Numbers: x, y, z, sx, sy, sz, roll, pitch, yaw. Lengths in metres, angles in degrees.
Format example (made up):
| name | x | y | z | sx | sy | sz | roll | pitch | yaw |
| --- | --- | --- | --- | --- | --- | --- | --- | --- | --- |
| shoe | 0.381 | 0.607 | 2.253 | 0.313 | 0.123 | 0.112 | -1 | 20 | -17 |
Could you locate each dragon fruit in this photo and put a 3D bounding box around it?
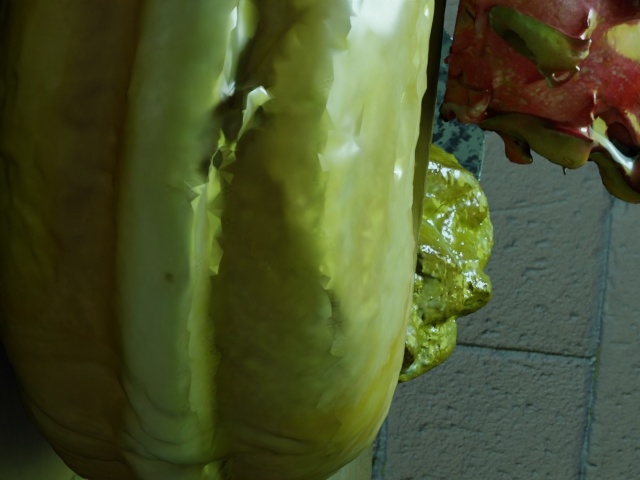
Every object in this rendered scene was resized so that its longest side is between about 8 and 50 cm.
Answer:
| name | x | y | z | sx | sy | sz | roll | pitch | yaw |
| --- | --- | --- | --- | --- | --- | --- | --- | --- | --- |
| dragon fruit | 0.131 | -0.100 | 0.890 | 0.208 | 0.150 | 0.133 | 50 | 31 | -7 |

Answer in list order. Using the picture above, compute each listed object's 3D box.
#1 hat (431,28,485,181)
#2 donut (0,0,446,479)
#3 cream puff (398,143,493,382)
| name | x | y | z | sx | sy | sz | roll | pitch | yaw |
| --- | --- | --- | --- | --- | --- | --- | --- | --- | --- |
| hat | 0.031 | -0.102 | 1.633 | 0.128 | 0.265 | 0.266 | -36 | -140 | 56 |
| donut | -0.037 | -0.074 | 0.850 | 0.449 | 0.198 | 0.449 | 6 | 90 | -83 |
| cream puff | 0.019 | 0.007 | 1.339 | 0.244 | 0.244 | 0.196 | -69 | 150 | -68 |
